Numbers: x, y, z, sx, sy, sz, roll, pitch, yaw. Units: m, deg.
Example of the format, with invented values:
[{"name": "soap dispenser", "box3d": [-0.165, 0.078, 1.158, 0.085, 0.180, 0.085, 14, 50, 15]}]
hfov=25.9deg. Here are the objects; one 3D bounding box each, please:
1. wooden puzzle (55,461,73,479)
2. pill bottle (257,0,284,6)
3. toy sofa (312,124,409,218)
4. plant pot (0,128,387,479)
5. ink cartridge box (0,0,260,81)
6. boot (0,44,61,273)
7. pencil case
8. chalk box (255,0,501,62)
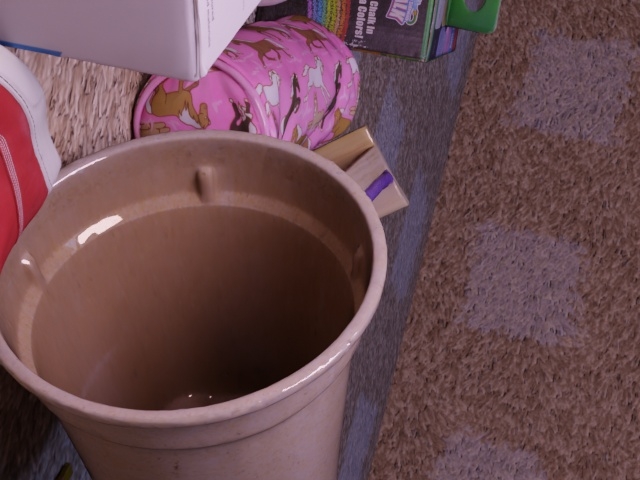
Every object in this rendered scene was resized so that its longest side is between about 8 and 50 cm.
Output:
[{"name": "wooden puzzle", "box3d": [-0.267, 0.292, 1.424, 0.078, 0.014, 0.116, -56, 155, -57]}, {"name": "pill bottle", "box3d": [-0.058, -0.386, 1.371, 0.162, 0.162, 0.278, 66, 39, -68]}, {"name": "toy sofa", "box3d": [0.000, 0.000, 1.605, 0.177, 0.150, 0.362, 61, 18, -6]}, {"name": "plant pot", "box3d": [-0.104, 0.124, 1.231, 0.305, 0.334, 0.334, 86, 21, -44]}, {"name": "ink cartridge box", "box3d": [-0.136, -0.262, 1.030, 0.307, 0.223, 0.129, -62, 159, -49]}, {"name": "boot", "box3d": [-0.266, -0.034, 1.003, 0.244, 0.088, 0.176, 82, 25, -64]}, {"name": "pencil case", "box3d": [-0.068, -0.150, 1.549, 0.167, 0.160, 0.386, -51, 178, 22]}, {"name": "chalk box", "box3d": [0.089, -0.327, 1.746, 0.179, 0.289, 0.180, -37, 138, -70]}]
